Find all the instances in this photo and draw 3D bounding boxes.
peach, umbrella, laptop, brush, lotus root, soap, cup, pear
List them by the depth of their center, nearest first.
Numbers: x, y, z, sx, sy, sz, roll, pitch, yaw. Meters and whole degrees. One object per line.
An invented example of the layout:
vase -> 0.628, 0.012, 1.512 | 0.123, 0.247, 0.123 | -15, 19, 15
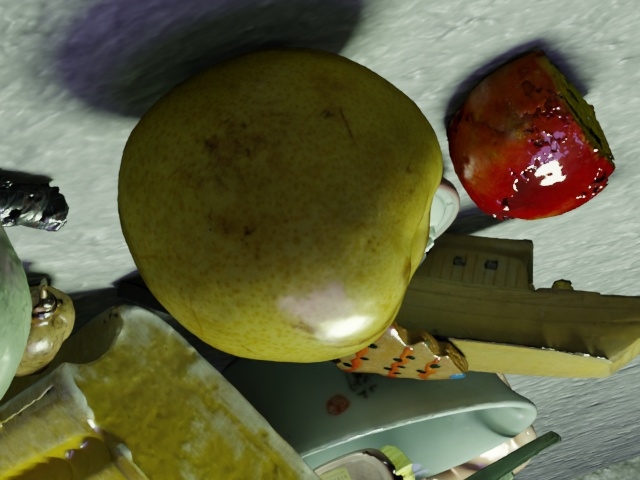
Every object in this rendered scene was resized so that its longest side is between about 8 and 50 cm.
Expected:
pear -> -0.029, -0.024, 1.031 | 0.209, 0.209, 0.209 | -15, 162, -5
umbrella -> -0.231, -0.026, 1.086 | 0.037, 0.040, 0.144 | -20, 162, 37
peach -> 0.165, -0.070, 1.224 | 0.127, 0.092, 0.172 | -12, 164, -5
lotus root -> -0.238, 0.072, 1.325 | 0.072, 0.063, 0.152 | -48, 176, -31
laptop -> -0.078, 0.074, 1.431 | 0.135, 0.016, 0.197 | 18, 178, 25
soap -> -0.191, 0.241, 1.485 | 0.335, 0.293, 0.156 | -35, -169, 46
brush -> -0.014, 0.267, 1.579 | 0.067, 0.072, 0.313 | -18, 169, -47
cup -> 0.031, 0.157, 1.650 | 0.347, 0.163, 0.347 | -15, 161, -5

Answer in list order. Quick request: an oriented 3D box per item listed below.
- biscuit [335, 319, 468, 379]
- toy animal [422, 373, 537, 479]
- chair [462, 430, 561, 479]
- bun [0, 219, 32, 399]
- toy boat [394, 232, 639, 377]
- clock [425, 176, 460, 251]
biscuit -> 0.072, 0.103, 1.443 | 0.130, 0.019, 0.119 | 13, 154, -11
toy animal -> 0.120, 0.237, 1.892 | 0.256, 0.195, 0.213 | -28, -179, 7
chair -> 0.136, 0.312, 1.688 | 0.275, 0.190, 0.203 | -16, 158, -27
bun -> -0.294, -0.001, 0.901 | 0.283, 0.179, 0.283 | 8, 146, 5
toy boat -> 0.149, 0.057, 1.483 | 0.321, 0.121, 0.089 | 4, 148, 9
clock -> 0.000, 0.001, 1.345 | 0.244, 0.056, 0.244 | -14, 161, -5
